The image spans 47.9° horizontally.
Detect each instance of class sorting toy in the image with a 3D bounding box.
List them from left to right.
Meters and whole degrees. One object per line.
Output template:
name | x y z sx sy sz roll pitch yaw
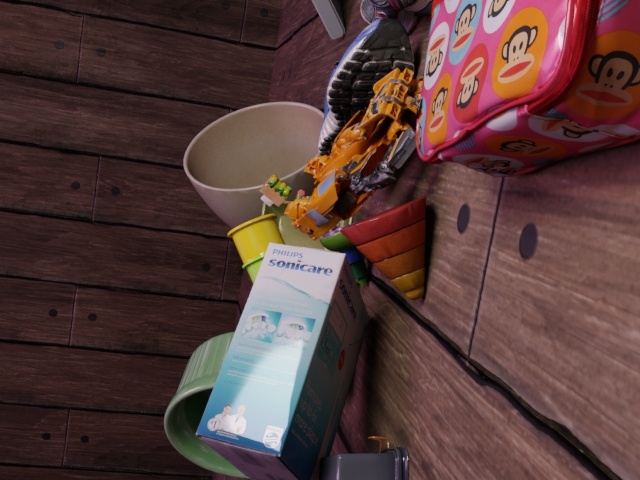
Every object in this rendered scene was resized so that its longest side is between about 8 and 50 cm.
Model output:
sorting toy | 0.083 0.026 1.061 0.365 0.127 0.126 157 90 -80

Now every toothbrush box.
toothbrush box | -0.039 0.185 1.039 0.216 0.126 0.295 68 -145 -55

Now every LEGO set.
LEGO set | 0.000 0.000 1.293 0.287 0.132 0.107 71 160 0

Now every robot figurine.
robot figurine | 0.062 -0.127 1.027 0.291 0.085 0.211 -44 19 46

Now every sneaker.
sneaker | 0.062 -0.266 1.203 0.330 0.130 0.147 122 151 -64
sneaker | 0.109 -0.392 1.097 0.299 0.112 0.120 -158 76 -79

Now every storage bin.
storage bin | 0.053 0.312 0.963 0.135 0.091 0.098 128 148 -66

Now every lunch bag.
lunch bag | 0.186 -0.198 0.610 0.293 0.120 0.258 160 121 -75

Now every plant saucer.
plant saucer | -0.029 0.021 1.414 0.045 0.188 0.188 21 -106 -70

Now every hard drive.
hard drive | -0.005 -0.646 1.726 0.307 0.040 0.203 -95 -22 -45

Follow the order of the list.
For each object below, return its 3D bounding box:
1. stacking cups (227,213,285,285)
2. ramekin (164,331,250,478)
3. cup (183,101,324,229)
stacking cups | -0.059 0.115 1.250 0.316 0.096 0.096 67 165 3
ramekin | -0.136 0.314 1.391 0.148 0.303 0.303 -85 10 -49
cup | -0.114 -0.127 1.630 0.331 0.331 0.237 -96 -7 -49
